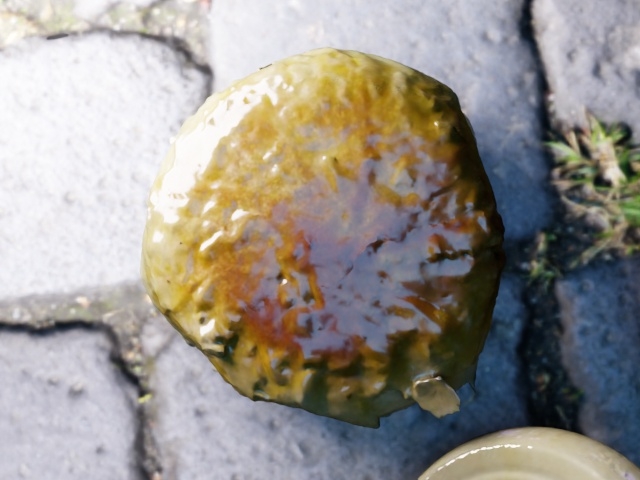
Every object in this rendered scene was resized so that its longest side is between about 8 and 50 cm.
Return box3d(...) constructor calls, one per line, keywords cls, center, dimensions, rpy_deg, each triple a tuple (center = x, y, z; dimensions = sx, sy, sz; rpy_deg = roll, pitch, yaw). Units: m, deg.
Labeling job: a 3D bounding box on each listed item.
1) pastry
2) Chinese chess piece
box3d(cls="pastry", center=(0.000, 0.000, 1.108), dimensions=(0.330, 0.136, 0.329), rpy_deg=(0, 93, 2))
box3d(cls="Chinese chess piece", center=(0.174, 0.279, 1.081), dimensions=(0.257, 0.104, 0.257), rpy_deg=(-4, 81, 28))
